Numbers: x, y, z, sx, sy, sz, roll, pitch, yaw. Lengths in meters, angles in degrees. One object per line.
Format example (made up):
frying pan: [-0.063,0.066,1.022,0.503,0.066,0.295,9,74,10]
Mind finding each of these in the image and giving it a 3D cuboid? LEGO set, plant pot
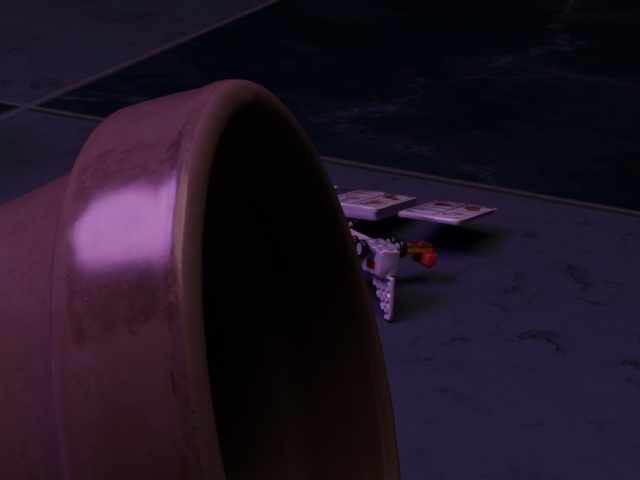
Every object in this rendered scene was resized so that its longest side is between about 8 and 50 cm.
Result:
LEGO set: [0.000,0.000,1.254,0.182,0.060,0.244,8,11,23]
plant pot: [-0.109,0.083,0.722,0.229,0.263,0.263,-10,16,14]
